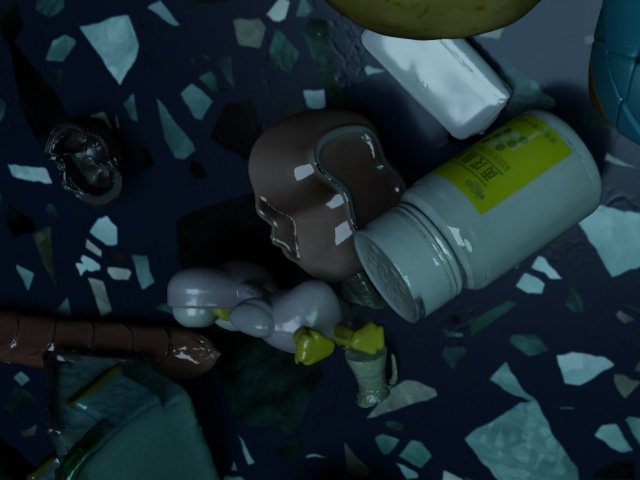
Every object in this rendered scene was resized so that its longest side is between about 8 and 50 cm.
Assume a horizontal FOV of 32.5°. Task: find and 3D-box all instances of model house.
[{"bbox_3d":[-0.313,0.285,1.507,0.248,0.230,0.280,23,140,34],"label":"model house"}]

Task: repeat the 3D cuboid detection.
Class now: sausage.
[{"bbox_3d":[-0.337,0.149,1.565,0.433,0.088,0.088,4,111,18],"label":"sausage"}]

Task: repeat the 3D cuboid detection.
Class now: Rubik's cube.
[{"bbox_3d":[0.343,-0.206,1.136,0.254,0.254,0.254,7,112,16],"label":"Rubik's cube"}]

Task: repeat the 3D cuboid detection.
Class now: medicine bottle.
[{"bbox_3d":[0.174,-0.026,1.222,0.258,0.143,0.143,-34,98,-12],"label":"medicine bottle"}]

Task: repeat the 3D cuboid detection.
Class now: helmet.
[{"bbox_3d":[-0.300,-0.111,1.457,0.098,0.070,0.123,-23,109,31],"label":"helmet"}]

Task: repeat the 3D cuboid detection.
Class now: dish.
[{"bbox_3d":[0.026,-0.062,1.285,0.090,0.213,0.213,-16,106,55],"label":"dish"}]

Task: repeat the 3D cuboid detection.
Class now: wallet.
[{"bbox_3d":[0.137,-0.204,1.293,0.190,0.033,0.095,46,119,-2],"label":"wallet"}]

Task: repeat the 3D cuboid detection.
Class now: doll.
[{"bbox_3d":[-0.074,0.080,1.350,0.365,0.160,0.094,6,98,54],"label":"doll"}]

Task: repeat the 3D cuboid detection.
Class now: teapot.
[{"bbox_3d":[0.070,0.178,1.456,0.067,0.057,0.083,-12,114,-8],"label":"teapot"}]

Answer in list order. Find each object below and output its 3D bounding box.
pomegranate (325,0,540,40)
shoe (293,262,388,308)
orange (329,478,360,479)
[{"bbox_3d":[0.102,-0.370,1.075,0.342,0.342,0.342,7,112,16],"label":"pomegranate"},{"bbox_3d":[0.000,0.000,1.389,0.112,0.099,0.227,-31,96,37],"label":"shoe"},{"bbox_3d":[0.028,0.418,1.485,0.206,0.206,0.206,7,112,16],"label":"orange"}]
